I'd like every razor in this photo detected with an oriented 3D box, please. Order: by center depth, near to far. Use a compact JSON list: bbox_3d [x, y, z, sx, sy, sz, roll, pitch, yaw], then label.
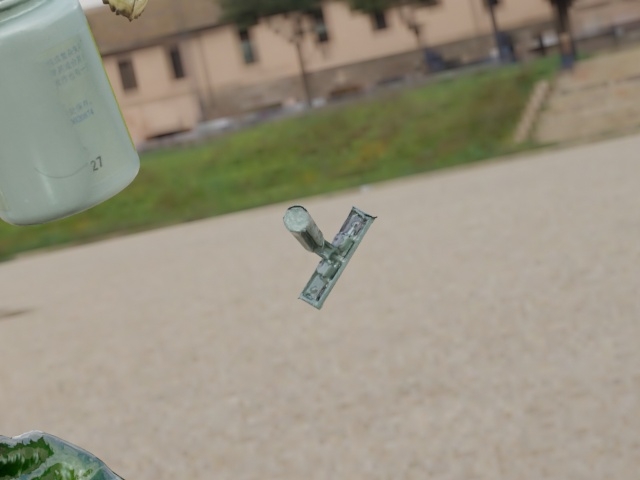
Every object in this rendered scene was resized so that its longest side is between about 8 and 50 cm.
[{"bbox_3d":[-0.006,-0.004,1.376,0.036,0.084,0.211,29,-3,12],"label":"razor"}]

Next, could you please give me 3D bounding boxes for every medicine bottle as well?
[{"bbox_3d":[-0.088,-0.050,0.579,0.047,0.083,0.047,-17,19,6],"label":"medicine bottle"}]

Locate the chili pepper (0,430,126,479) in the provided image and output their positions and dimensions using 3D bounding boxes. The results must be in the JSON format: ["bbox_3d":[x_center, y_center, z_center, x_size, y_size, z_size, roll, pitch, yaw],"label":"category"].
[{"bbox_3d":[-0.135,0.125,0.836,0.099,0.083,0.253,33,-3,13],"label":"chili pepper"}]

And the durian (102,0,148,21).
[{"bbox_3d":[-0.146,-0.223,1.416,0.052,0.130,0.066,2,-5,-4],"label":"durian"}]
